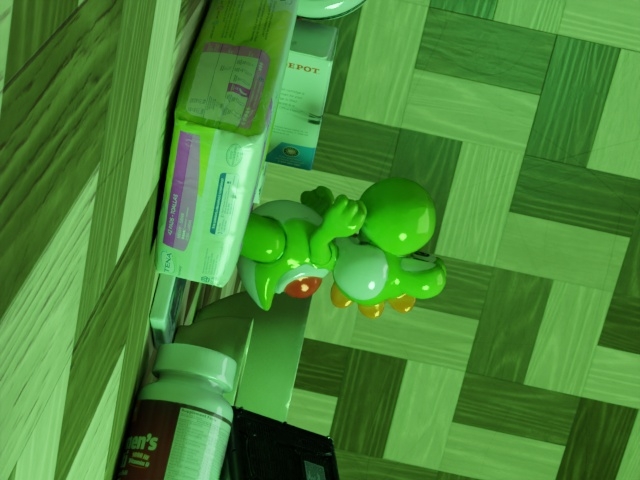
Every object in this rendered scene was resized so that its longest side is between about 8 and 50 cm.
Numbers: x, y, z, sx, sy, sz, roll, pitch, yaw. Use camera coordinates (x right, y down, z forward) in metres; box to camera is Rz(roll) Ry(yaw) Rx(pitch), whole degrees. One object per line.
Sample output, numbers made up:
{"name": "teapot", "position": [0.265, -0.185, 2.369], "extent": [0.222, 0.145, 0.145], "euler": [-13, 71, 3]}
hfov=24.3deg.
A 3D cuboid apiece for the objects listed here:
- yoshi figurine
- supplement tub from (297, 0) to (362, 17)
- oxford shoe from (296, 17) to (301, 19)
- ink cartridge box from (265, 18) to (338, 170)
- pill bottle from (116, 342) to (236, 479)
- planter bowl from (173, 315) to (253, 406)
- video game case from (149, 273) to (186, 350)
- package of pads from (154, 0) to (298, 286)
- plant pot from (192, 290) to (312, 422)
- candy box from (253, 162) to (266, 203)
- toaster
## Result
{"name": "yoshi figurine", "position": [0.006, -0.027, 2.048], "extent": [0.203, 0.362, 0.203], "euler": [101, 1, -51]}
{"name": "supplement tub", "position": [-0.003, -0.391, 1.982], "extent": [0.272, 0.191, 0.191], "euler": [-77, 180, -82]}
{"name": "oxford shoe", "position": [-0.064, -0.406, 2.248], "extent": [0.098, 0.097, 0.271], "euler": [-19, -127, 67]}
{"name": "ink cartridge box", "position": [-0.063, -0.210, 2.063], "extent": [0.086, 0.148, 0.203], "euler": [-77, 180, -47]}
{"name": "pill bottle", "position": [-0.174, 0.244, 1.798], "extent": [0.121, 0.121, 0.221], "euler": [103, -1, -71]}
{"name": "planter bowl", "position": [-0.169, 0.184, 2.209], "extent": [0.162, 0.109, 0.162], "euler": [-169, -90, -90]}
{"name": "video game case", "position": [-0.179, 0.031, 1.859], "extent": [0.173, 0.022, 0.190], "euler": [104, -2, -73]}
{"name": "package of pads", "position": [-0.104, -0.132, 1.647], "extent": [0.296, 0.101, 0.229], "euler": [-79, -177, -48]}
{"name": "plant pot", "position": [-0.133, 0.202, 2.558], "extent": [0.284, 0.191, 0.284], "euler": [-168, -90, -89]}
{"name": "candy box", "position": [-0.110, -0.187, 2.463], "extent": [0.165, 0.070, 0.196], "euler": [103, -2, -60]}
{"name": "toaster", "position": [-0.060, 0.318, 1.859], "extent": [0.110, 0.168, 0.185], "euler": [-55, -152, 29]}
